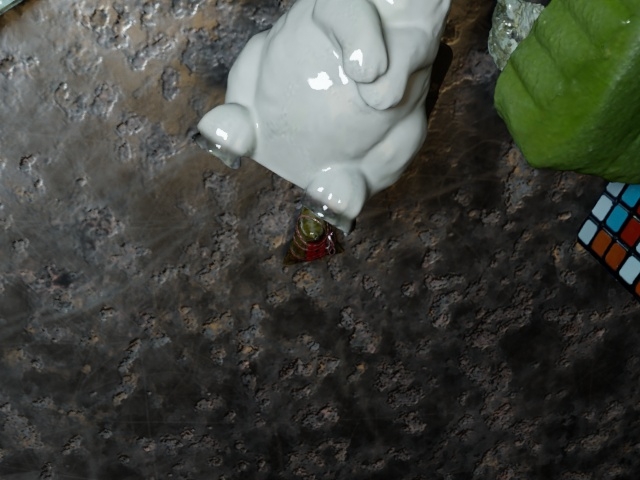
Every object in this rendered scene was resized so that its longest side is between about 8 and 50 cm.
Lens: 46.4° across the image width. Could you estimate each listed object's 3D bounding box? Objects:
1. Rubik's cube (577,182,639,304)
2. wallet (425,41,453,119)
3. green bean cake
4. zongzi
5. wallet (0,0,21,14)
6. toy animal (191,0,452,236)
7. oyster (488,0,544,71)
[{"bbox_3d":[0.450,-0.010,0.877,0.184,0.182,0.187,17,114,-20],"label":"Rubik's cube"},{"bbox_3d":[0.086,-0.152,0.826,0.082,0.018,0.157,17,113,-17],"label":"wallet"},{"bbox_3d":[0.314,-0.176,0.754,0.222,0.125,0.248,7,135,-30],"label":"green bean cake"},{"bbox_3d":[0.000,0.000,0.882,0.073,0.067,0.083,2,137,-24],"label":"zongzi"},{"bbox_3d":[-0.387,-0.277,0.634,0.176,0.075,0.250,-37,119,-6],"label":"wallet"},{"bbox_3d":[0.047,-0.198,0.691,0.193,0.258,0.357,28,100,-11],"label":"toy animal"},{"bbox_3d":[0.231,-0.215,0.809,0.100,0.037,0.098,1,118,-11],"label":"oyster"}]
